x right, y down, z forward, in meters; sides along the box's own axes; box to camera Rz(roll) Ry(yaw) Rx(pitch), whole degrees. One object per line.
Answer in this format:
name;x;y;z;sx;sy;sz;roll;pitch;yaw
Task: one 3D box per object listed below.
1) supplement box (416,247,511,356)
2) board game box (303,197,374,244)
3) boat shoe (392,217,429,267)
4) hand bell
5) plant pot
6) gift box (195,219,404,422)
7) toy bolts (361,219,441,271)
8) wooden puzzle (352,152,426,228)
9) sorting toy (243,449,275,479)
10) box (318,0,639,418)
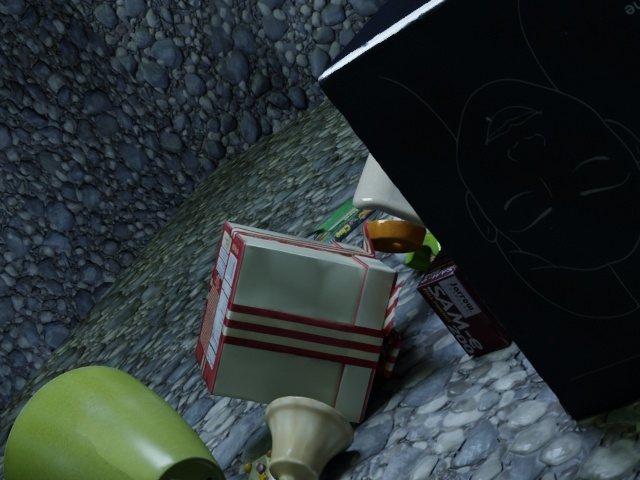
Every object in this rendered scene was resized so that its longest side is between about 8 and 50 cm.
supplement box;0.237;0.033;1.512;0.073;0.130;0.239;-26;18;42
board game box;0.000;0.000;2.380;0.259;0.030;0.136;-41;13;-10
boat shoe;0.211;-0.047;1.908;0.088;0.096;0.267;-31;7;41
hand bell;-0.048;0.332;1.382;0.126;0.126;0.242;-25;30;40
plant pot;-0.272;0.347;1.592;0.293;0.275;0.275;9;47;49
gift box;-0.021;0.098;1.577;0.255;0.258;0.277;-130;54;-72
toy bolts;0.193;-0.061;1.707;0.228;0.218;0.159;-14;66;46
wooden puzzle;0.246;-0.111;1.510;0.322;0.347;0.081;-69;-5;-46
sorting toy;-0.070;0.338;1.511;0.083;0.045;0.075;-34;34;13
box;0.347;-0.139;1.093;0.479;0.472;0.297;-27;17;35
